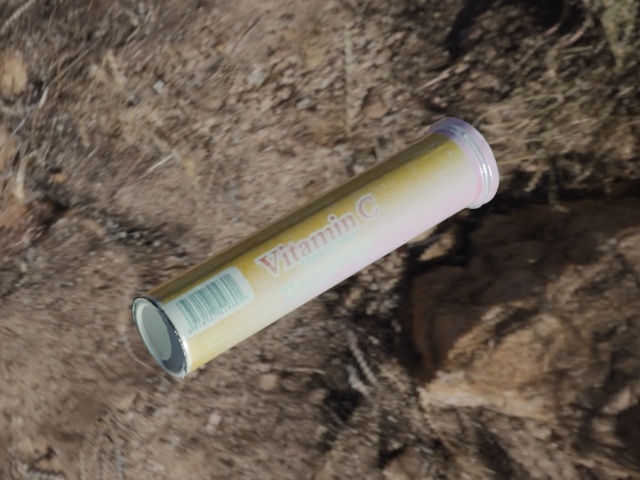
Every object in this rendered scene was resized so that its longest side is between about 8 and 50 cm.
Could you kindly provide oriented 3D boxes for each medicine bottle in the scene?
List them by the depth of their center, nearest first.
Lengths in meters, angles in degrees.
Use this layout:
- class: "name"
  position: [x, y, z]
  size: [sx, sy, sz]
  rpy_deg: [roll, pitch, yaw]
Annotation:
- class: "medicine bottle"
  position: [0.000, 0.000, 1.448]
  size: [0.426, 0.108, 0.108]
  rpy_deg: [-29, 96, -29]
